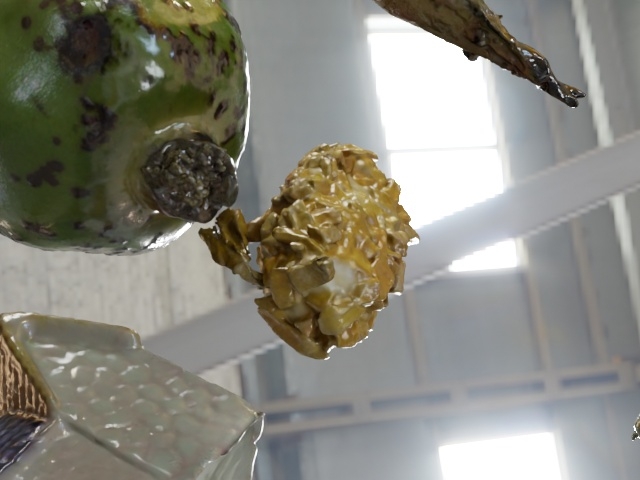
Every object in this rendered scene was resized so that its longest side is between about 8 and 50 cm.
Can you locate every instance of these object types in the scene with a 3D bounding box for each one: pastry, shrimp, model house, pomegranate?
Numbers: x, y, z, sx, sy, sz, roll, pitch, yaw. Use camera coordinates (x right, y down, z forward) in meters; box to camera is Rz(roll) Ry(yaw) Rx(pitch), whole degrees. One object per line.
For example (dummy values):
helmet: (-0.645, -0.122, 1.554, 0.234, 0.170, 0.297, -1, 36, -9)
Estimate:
pastry: (0.000, 0.000, 1.125, 0.102, 0.154, 0.250, -45, -177, 24)
shrimp: (0.117, -0.211, 1.093, 0.117, 0.262, 0.066, -57, 174, -4)
model house: (-0.090, 0.091, 0.478, 0.100, 0.101, 0.088, 25, -49, 14)
pomegranate: (-0.161, -0.100, 1.054, 0.270, 0.254, 0.254, 34, -53, 40)

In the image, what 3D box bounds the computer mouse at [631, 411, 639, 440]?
computer mouse: (0.256, 0.103, 0.965, 0.032, 0.056, 0.110, 33, -69, 12)
